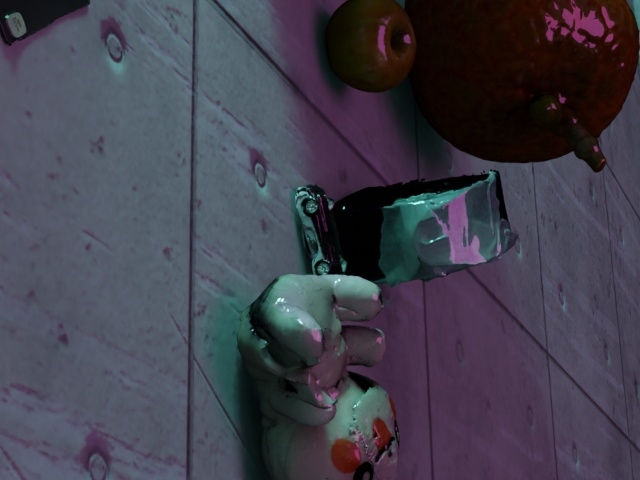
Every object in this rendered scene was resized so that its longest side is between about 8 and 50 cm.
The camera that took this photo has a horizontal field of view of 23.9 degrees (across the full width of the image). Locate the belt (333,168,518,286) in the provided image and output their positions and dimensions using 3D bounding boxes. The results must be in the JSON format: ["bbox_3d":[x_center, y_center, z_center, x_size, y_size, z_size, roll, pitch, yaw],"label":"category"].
[{"bbox_3d":[0.090,-0.011,1.285,0.198,0.151,0.078,-47,127,-80],"label":"belt"}]

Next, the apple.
[{"bbox_3d":[0.044,-0.176,1.358,0.089,0.074,0.089,-9,90,-67],"label":"apple"}]

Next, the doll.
[{"bbox_3d":[-0.002,0.117,1.079,0.149,0.095,0.192,-42,122,-59],"label":"doll"}]

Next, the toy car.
[{"bbox_3d":[0.000,0.000,1.230,0.041,0.025,0.093,5,73,-67],"label":"toy car"}]

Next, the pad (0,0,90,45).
[{"bbox_3d":[-0.186,-0.217,0.877,0.116,0.004,0.193,-51,127,-64],"label":"pad"}]

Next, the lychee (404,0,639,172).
[{"bbox_3d":[0.203,-0.188,1.559,0.255,0.255,0.300,48,27,-54],"label":"lychee"}]
